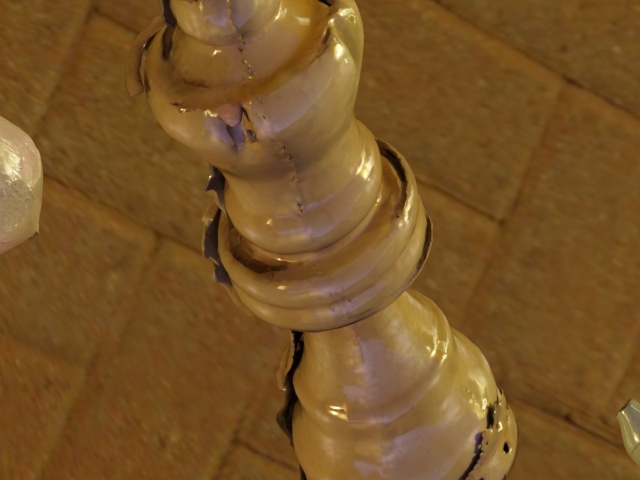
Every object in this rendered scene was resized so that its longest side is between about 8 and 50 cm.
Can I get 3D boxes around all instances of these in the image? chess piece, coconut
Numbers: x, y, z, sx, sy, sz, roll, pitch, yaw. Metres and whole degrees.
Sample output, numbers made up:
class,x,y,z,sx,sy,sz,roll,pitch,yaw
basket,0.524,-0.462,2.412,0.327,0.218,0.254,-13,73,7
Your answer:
class,x,y,z,sx,sy,sz,roll,pitch,yaw
chess piece,0.000,0.001,0.415,0.060,0.060,0.172,-32,135,-9
coconut,-0.234,-0.034,1.184,0.124,0.110,0.110,39,87,-26

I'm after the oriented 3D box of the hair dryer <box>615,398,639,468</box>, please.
class,x,y,z,sx,sy,sz,roll,pitch,yaw
hair dryer,0.350,0.237,1.570,0.075,0.206,0.237,-43,151,6
